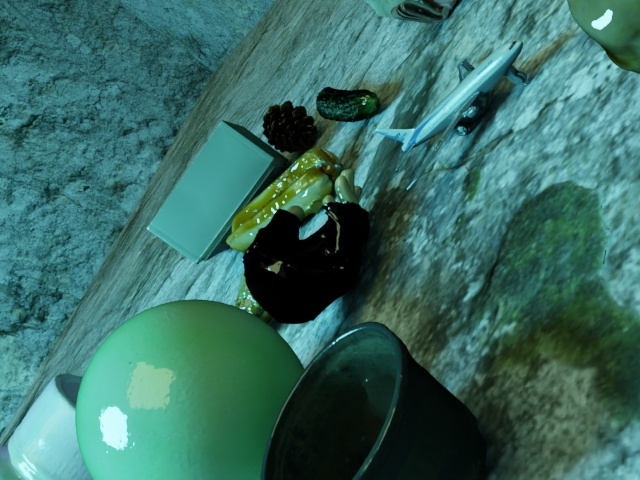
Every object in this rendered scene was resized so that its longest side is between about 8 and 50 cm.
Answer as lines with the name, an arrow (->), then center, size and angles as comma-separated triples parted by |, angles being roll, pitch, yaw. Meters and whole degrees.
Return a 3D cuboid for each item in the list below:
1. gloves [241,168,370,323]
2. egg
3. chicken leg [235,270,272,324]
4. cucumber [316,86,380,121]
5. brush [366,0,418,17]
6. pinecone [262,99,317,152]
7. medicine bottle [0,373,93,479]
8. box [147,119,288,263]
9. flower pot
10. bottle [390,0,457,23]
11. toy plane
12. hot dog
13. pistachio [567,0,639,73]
gloves -> 0.000, 0.000, 0.910 | 0.164, 0.124, 0.203 | 13, 40, 41
egg -> -0.119, 0.168, 0.739 | 0.220, 0.220, 0.270 | -59, 24, -9
chicken leg -> -0.090, 0.111, 1.022 | 0.093, 0.070, 0.178 | 0, 64, 61
cucumber -> 0.049, -0.220, 1.241 | 0.052, 0.058, 0.215 | -24, 17, -13
brush -> 0.159, -0.538, 1.370 | 0.267, 0.174, 0.166 | -36, 35, 9
pinecone -> -0.053, -0.204, 1.424 | 0.102, 0.102, 0.109 | -53, 46, 8
medicine bottle -> -0.373, 0.387, 1.000 | 0.388, 0.219, 0.219 | -57, 19, -5
box -> -0.173, -0.084, 1.378 | 0.225, 0.117, 0.225 | -54, 1, 7
flower pot -> 0.043, 0.151, 0.555 | 0.157, 0.107, 0.157 | -44, 24, 26
bottle -> 0.114, -0.475, 1.140 | 0.206, 0.297, 0.173 | -52, 19, -3
toy plane -> 0.154, -0.154, 0.872 | 0.226, 0.058, 0.226 | -28, 29, 48
hot dog -> -0.059, -0.053, 1.202 | 0.269, 0.072, 0.109 | -37, 24, 40
pistachio -> 0.266, -0.221, 0.589 | 0.129, 0.131, 0.206 | 99, -165, -67
